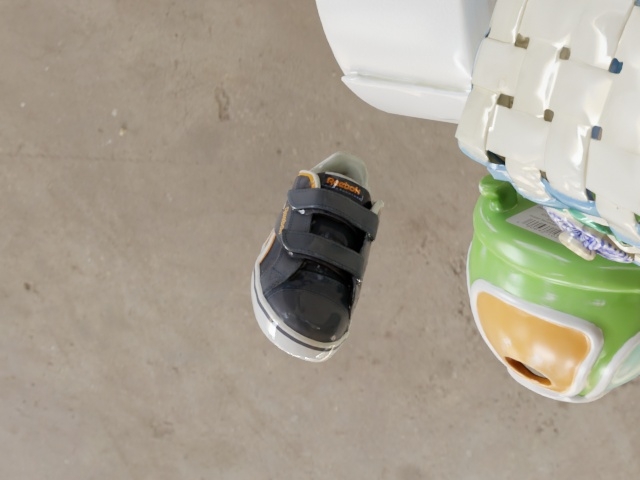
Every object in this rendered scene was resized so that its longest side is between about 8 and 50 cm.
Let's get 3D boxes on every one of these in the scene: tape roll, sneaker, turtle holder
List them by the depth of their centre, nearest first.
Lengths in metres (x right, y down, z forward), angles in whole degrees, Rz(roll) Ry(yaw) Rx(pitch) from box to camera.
[{"bbox_3d":[0.109,-0.214,0.612,0.100,0.286,0.286,14,128,30],"label":"tape roll"},{"bbox_3d":[0.283,0.024,1.015,0.243,0.320,0.228,9,118,14],"label":"turtle holder"},{"bbox_3d":[0.000,0.000,1.119,0.126,0.321,0.127,23,121,-12],"label":"sneaker"}]

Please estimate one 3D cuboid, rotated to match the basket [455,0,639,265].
[{"bbox_3d":[0.234,-0.065,0.504,0.288,0.254,0.201,2,110,-31],"label":"basket"}]
